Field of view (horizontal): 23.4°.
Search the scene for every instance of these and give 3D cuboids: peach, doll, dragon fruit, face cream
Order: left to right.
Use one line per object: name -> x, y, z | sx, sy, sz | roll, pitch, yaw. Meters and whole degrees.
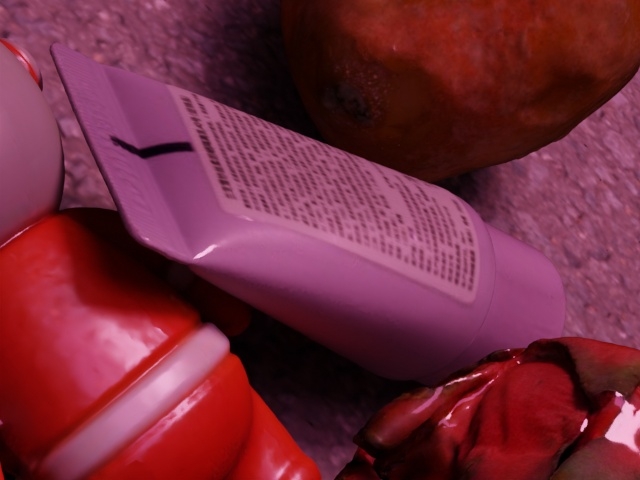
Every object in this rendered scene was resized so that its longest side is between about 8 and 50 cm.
doll -> -0.138, 0.010, 0.639 | 0.336, 0.105, 0.200 | 51, 39, -3
face cream -> 0.000, 0.000, 0.729 | 0.274, 0.096, 0.154 | 26, 25, -37
peach -> 0.078, -0.132, 0.871 | 0.214, 0.214, 0.235 | 42, 57, -2
dragon fruit -> 0.096, 0.132, 0.621 | 0.192, 0.193, 0.274 | 41, -5, 16
